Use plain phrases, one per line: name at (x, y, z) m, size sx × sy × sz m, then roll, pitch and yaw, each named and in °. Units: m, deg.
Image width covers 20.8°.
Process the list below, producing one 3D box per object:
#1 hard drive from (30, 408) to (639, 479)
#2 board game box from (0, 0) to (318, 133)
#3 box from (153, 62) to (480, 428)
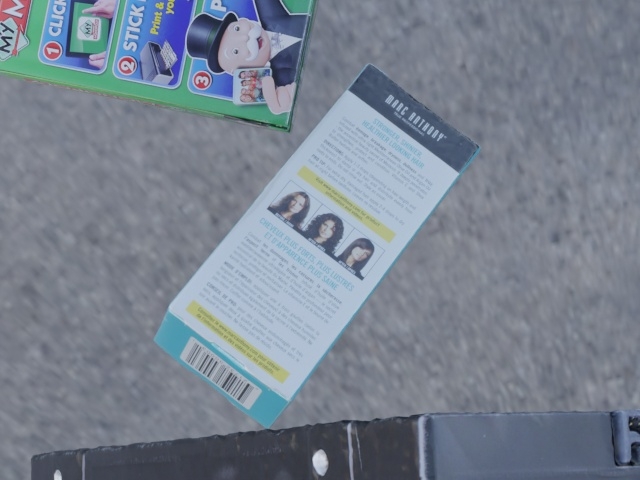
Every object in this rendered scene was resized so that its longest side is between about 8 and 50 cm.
hard drive at (0.042, 0.116, 0.790) m, size 0.339 × 0.236 × 0.064 m, roll -16°, pitch 75°, yaw 55°
board game box at (-0.092, -0.245, 1.123) m, size 0.213 × 0.046 × 0.317 m, roll 12°, pitch 90°, yaw 2°
box at (0.000, 0.000, 1.171) m, size 0.100 × 0.060 × 0.244 m, roll 37°, pitch 61°, yaw 2°
